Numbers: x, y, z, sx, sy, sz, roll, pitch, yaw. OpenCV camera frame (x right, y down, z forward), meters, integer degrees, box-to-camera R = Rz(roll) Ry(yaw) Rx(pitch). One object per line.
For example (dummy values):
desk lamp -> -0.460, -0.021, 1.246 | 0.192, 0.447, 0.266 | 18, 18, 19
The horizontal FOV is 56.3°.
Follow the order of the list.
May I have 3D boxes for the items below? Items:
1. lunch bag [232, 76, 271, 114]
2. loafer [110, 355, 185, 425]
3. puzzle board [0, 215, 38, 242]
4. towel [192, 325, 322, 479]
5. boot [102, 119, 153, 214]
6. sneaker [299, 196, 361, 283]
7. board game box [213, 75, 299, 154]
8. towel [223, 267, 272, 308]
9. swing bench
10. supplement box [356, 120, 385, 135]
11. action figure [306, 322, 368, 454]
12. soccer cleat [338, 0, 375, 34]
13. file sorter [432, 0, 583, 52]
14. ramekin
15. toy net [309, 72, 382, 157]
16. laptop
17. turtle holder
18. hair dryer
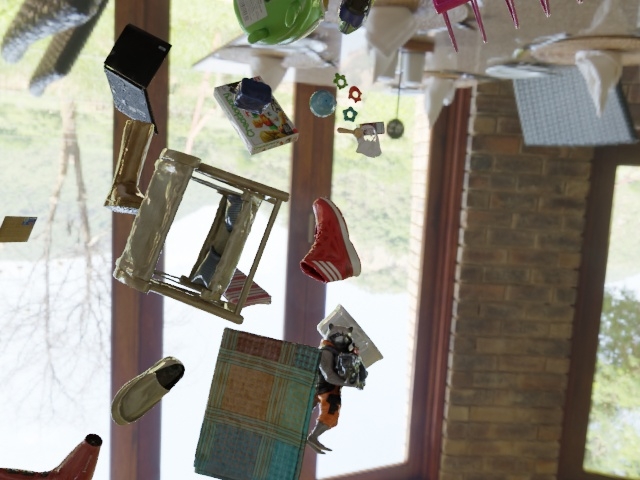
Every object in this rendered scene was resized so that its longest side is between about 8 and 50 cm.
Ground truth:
lunch bag -> -0.183, -0.378, 1.575 | 0.099, 0.067, 0.065 | 15, 150, -22
loafer -> -0.509, 0.439, 1.787 | 0.092, 0.102, 0.268 | -20, -160, 48
puzzle board -> -0.977, -0.037, 1.921 | 0.011, 0.096, 0.128 | 31, -169, 17
towel -> -0.156, 0.420, 1.467 | 0.272, 0.369, 0.040 | 11, 177, 12
boot -> -0.531, -0.213, 1.710 | 0.236, 0.269, 0.089 | 9, 172, 45
sneaker -> 0.000, 0.000, 1.409 | 0.128, 0.221, 0.087 | -16, 152, -20
board game box -> -0.237, -0.462, 2.187 | 0.193, 0.305, 0.053 | -23, 157, -25
towel -> -0.248, 0.136, 1.737 | 0.197, 0.029, 0.144 | 35, -156, 35
swing bench -> -0.224, -0.011, 1.108 | 0.255, 0.253, 0.165 | 20, 177, -10
supplement box -> 0.164, -0.366, 1.966 | 0.083, 0.043, 0.055 | -7, -172, -10
action figure -> 0.018, 0.367, 1.542 | 0.179, 0.330, 0.341 | 9, 157, 13
soccer cleat -> 0.115, -0.696, 1.718 | 0.093, 0.289, 0.121 | 29, 142, -5
file sorter -> 0.389, -0.564, 1.284 | 0.291, 0.202, 0.182 | -18, 151, 19
ramekin -> 0.111, 0.393, 2.343 | 0.135, 0.277, 0.277 | -39, -166, -5
toy net -> 0.084, -0.316, 1.559 | 0.232, 0.122, 0.045 | 47, 170, -12
laptop -> -0.575, -0.521, 1.931 | 0.234, 0.264, 0.137 | 33, -124, 29
turtle holder -> -0.077, -0.672, 1.599 | 0.243, 0.320, 0.227 | 49, -145, 12
hair dryer -> -0.547, 0.469, 1.145 | 0.294, 0.223, 0.080 | -29, -134, -12
